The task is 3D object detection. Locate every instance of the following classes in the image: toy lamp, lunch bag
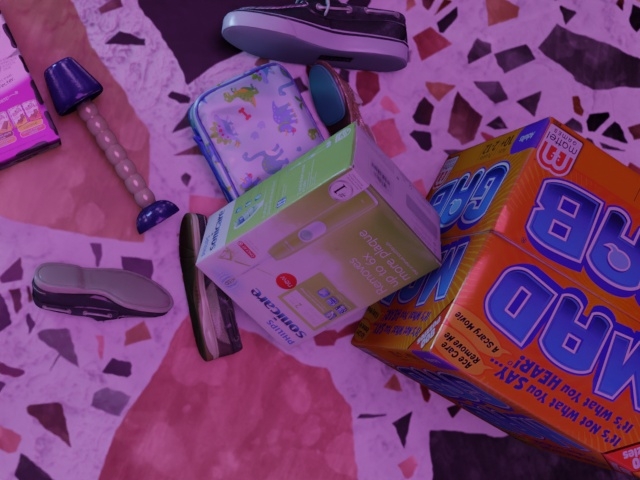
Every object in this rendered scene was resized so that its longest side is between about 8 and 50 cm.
[{"bbox_3d":[-0.312,-0.141,1.447,0.080,0.080,0.275,-32,96,-14],"label":"toy lamp"},{"bbox_3d":[-0.092,-0.146,1.496,0.176,0.090,0.219,-29,95,-15],"label":"lunch bag"}]

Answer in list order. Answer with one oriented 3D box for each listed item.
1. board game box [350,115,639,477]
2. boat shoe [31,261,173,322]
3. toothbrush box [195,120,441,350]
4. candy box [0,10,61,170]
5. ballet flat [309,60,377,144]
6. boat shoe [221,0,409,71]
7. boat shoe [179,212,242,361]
[{"bbox_3d":[0.320,0.086,1.450,0.356,0.356,0.356,31,79,-10],"label":"board game box"},{"bbox_3d":[-0.322,0.085,1.450,0.206,0.075,0.065,12,127,-19],"label":"boat shoe"},{"bbox_3d":[0.000,0.000,1.395,0.283,0.122,0.206,-30,119,26],"label":"toothbrush box"},{"bbox_3d":[-0.493,-0.216,1.406,0.159,0.071,0.234,-25,93,-13],"label":"candy box"},{"bbox_3d":[0.044,-0.188,1.555,0.067,0.073,0.206,-23,96,-42],"label":"ballet flat"},{"bbox_3d":[-0.003,-0.337,1.520,0.306,0.113,0.105,3,79,-17],"label":"boat shoe"},{"bbox_3d":[-0.162,0.067,1.476,0.073,0.080,0.224,-8,91,-23],"label":"boat shoe"}]
